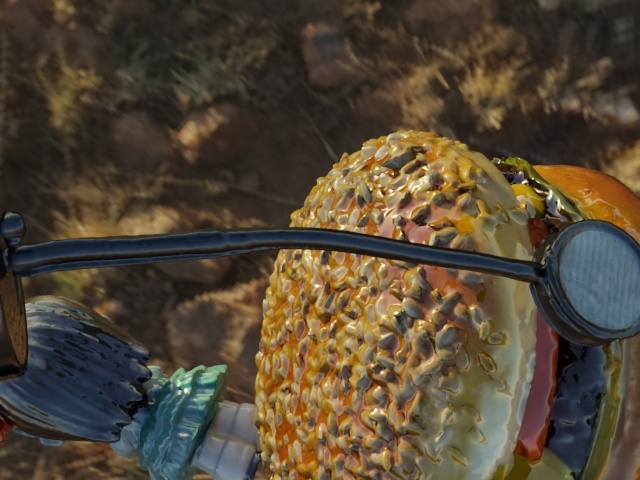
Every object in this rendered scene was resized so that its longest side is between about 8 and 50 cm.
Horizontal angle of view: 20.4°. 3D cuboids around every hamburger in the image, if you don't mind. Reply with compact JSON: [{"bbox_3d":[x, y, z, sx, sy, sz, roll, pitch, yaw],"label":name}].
[{"bbox_3d":[0.098,0.087,1.301,0.330,0.250,0.330,-10,78,59],"label":"hamburger"}]

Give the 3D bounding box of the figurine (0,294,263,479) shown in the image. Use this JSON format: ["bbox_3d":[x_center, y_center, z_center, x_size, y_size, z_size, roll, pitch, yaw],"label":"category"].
[{"bbox_3d":[-0.160,0.134,1.412,0.245,0.110,0.138,21,58,5],"label":"figurine"}]

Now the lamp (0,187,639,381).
[{"bbox_3d":[-0.016,0.014,0.915,0.371,0.108,0.130,-2,70,-23],"label":"lamp"}]
